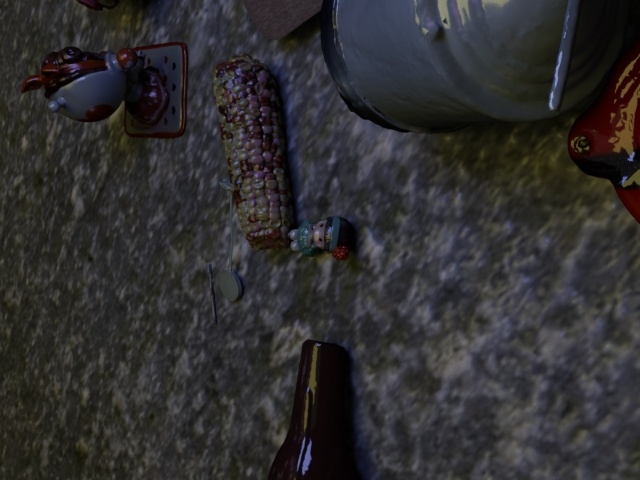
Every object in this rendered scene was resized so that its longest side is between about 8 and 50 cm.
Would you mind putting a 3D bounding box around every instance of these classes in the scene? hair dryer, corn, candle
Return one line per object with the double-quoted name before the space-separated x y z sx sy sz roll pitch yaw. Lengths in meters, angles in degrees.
"hair dryer" 0.086 0.298 0.959 0.341 0.123 0.312 6 85 34
"corn" -0.095 -0.124 1.106 0.092 0.092 0.280 -14 83 44
"candle" 0.142 -0.211 0.721 0.342 0.221 0.221 -165 77 -69

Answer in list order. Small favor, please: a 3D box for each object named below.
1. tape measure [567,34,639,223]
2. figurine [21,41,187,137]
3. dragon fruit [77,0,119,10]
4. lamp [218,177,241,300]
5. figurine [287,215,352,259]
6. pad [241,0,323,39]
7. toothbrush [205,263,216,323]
"tape measure" 0.355 -0.106 0.647 0.260 0.114 0.253 48 123 32
"figurine" -0.362 -0.251 1.270 0.183 0.226 0.160 7 97 44
"dragon fruit" -0.372 -0.541 1.279 0.250 0.250 0.315 16 86 43
"lamp" -0.124 -0.003 1.189 0.050 0.056 0.198 23 118 41
"figurine" 0.000 0.000 1.048 0.106 0.047 0.060 -7 70 48
"pad" -0.022 -0.385 0.991 0.266 0.002 0.176 -25 100 39
"toothbrush" -0.174 0.085 1.249 0.008 0.006 0.097 -13 82 46
